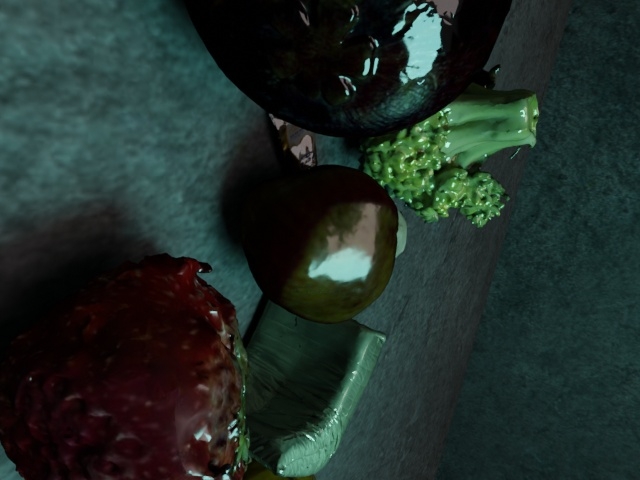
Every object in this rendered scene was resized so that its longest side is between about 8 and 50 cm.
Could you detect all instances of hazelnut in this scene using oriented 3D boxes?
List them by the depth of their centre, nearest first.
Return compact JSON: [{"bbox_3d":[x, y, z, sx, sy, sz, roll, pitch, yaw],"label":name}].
[{"bbox_3d":[0.000,0.000,0.681,0.229,0.229,0.230,-37,136,-45],"label":"hazelnut"}]

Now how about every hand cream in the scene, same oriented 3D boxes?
[{"bbox_3d":[-0.036,-0.145,0.704,0.062,0.039,0.163,-38,138,-20],"label":"hand cream"}]

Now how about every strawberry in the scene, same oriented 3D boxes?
[{"bbox_3d":[-0.177,0.148,0.474,0.274,0.220,0.275,179,-90,-82],"label":"strawberry"}]

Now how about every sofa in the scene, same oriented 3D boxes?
[{"bbox_3d":[-0.050,0.182,0.703,0.226,0.210,0.176,-61,148,-11],"label":"sofa"}]

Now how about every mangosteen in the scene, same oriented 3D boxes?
[{"bbox_3d":[0.026,-0.263,0.480,0.330,0.329,0.330,-37,136,-45],"label":"mangosteen"}]

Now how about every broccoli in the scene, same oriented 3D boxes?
[{"bbox_3d":[0.215,-0.201,0.836,0.347,0.280,0.294,29,72,-51],"label":"broccoli"}]

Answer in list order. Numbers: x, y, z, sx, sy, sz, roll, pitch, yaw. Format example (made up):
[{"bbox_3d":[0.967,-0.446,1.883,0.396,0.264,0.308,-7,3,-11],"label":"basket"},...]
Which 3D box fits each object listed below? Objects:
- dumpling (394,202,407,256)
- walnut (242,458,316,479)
[{"bbox_3d":[0.086,-0.011,0.912,0.118,0.136,0.199,58,24,-12],"label":"dumpling"},{"bbox_3d":[-0.135,0.433,0.717,0.336,0.208,0.209,-27,130,-42],"label":"walnut"}]
